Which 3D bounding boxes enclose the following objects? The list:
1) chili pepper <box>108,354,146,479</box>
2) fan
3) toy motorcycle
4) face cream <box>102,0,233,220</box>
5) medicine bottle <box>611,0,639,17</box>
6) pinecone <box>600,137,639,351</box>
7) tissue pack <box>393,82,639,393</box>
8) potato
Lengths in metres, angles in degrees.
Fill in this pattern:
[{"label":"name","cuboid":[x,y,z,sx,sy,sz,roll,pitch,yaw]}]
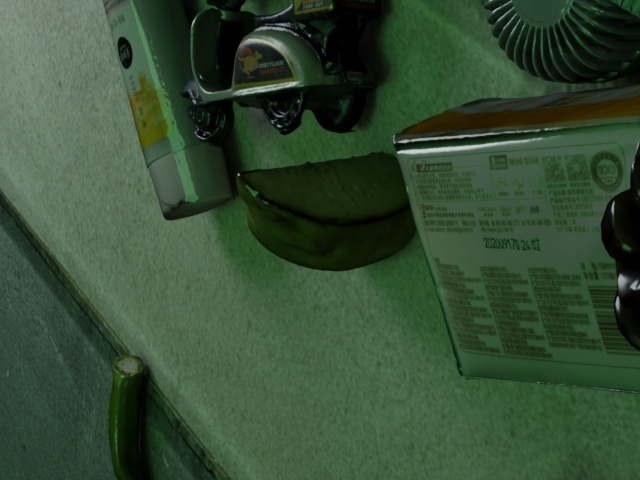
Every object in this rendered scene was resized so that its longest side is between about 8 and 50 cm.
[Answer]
[{"label":"chili pepper","cuboid":[-0.223,0.230,1.660,0.052,0.050,0.201,-89,-3,-72]},{"label":"fan","cuboid":[0.173,-0.225,0.930,0.130,0.074,0.244,17,108,46]},{"label":"toy motorcycle","cuboid":[-0.046,-0.164,1.246,0.263,0.091,0.157,1,93,53]},{"label":"face cream","cuboid":[-0.154,-0.157,1.414,0.107,0.073,0.269,-21,84,63]},{"label":"medicine bottle","cuboid":[0.252,-0.267,0.721,0.158,0.158,0.318,59,142,25]},{"label":"pinecone","cuboid":[0.281,0.011,0.677,0.298,0.296,0.242,-35,25,27]},{"label":"tissue pack","cuboid":[0.178,-0.006,0.922,0.225,0.124,0.185,0,108,55]},{"label":"potato","cuboid":[0.000,0.000,1.177,0.081,0.149,0.120,57,143,36]}]
